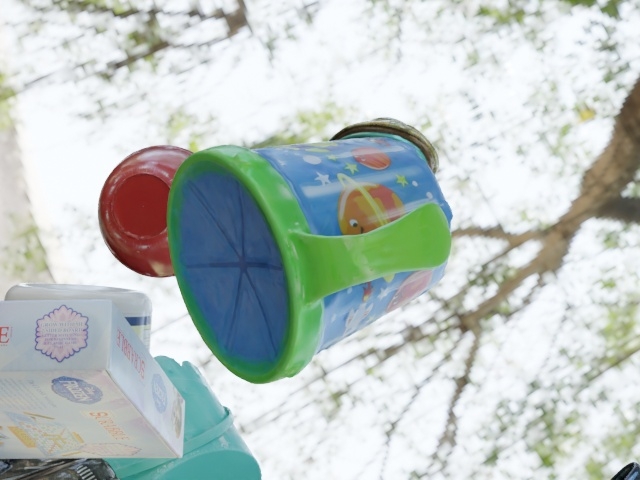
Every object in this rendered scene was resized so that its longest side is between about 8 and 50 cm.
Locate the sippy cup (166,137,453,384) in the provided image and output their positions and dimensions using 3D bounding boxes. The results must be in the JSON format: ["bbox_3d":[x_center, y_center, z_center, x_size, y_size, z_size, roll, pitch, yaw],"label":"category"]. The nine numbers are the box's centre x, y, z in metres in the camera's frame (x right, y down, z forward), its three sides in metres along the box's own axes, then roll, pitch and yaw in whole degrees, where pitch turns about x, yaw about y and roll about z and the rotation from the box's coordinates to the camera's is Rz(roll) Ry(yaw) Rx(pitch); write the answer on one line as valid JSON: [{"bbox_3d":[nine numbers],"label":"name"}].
[{"bbox_3d":[0.000,0.000,1.445,0.305,0.224,0.240,44,-42,37],"label":"sippy cup"}]

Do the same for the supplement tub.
[{"bbox_3d":[-0.389,0.235,2.299,0.235,0.235,0.325,4,-89,64],"label":"supplement tub"}]

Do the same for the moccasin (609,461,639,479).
[{"bbox_3d":[0.345,0.436,2.127,0.117,0.342,0.137,64,-21,-4],"label":"moccasin"}]

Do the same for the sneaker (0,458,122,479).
[{"bbox_3d":[-0.430,0.266,1.796,0.482,0.185,0.202,2,-82,42],"label":"sneaker"}]

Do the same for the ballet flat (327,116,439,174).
[{"bbox_3d":[0.056,-0.101,1.952,0.348,0.123,0.123,-26,-88,53],"label":"ballet flat"}]

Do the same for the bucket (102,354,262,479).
[{"bbox_3d":[-0.227,0.316,2.005,0.183,0.281,0.281,45,-28,36],"label":"bucket"}]

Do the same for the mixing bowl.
[{"bbox_3d":[-0.223,-0.042,1.936,0.181,0.181,0.098,59,6,8],"label":"mixing bowl"}]

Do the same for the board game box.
[{"bbox_3d":[-0.308,0.135,1.333,0.319,0.317,0.066,76,14,-68],"label":"board game box"}]
